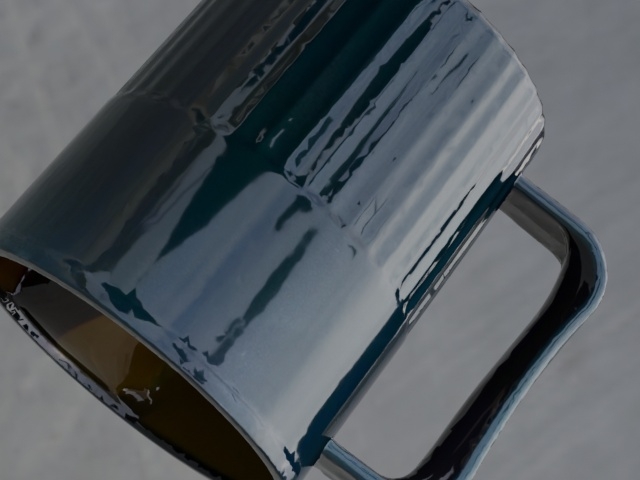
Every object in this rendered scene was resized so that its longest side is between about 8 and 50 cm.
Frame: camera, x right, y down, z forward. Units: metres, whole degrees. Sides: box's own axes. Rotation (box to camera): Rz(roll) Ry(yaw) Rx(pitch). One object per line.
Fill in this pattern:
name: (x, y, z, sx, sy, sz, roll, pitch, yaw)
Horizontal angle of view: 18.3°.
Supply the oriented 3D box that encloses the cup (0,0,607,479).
cup: (-0.006, -0.011, 1.210, 0.292, 0.308, 0.242, -52, 152, -18)
